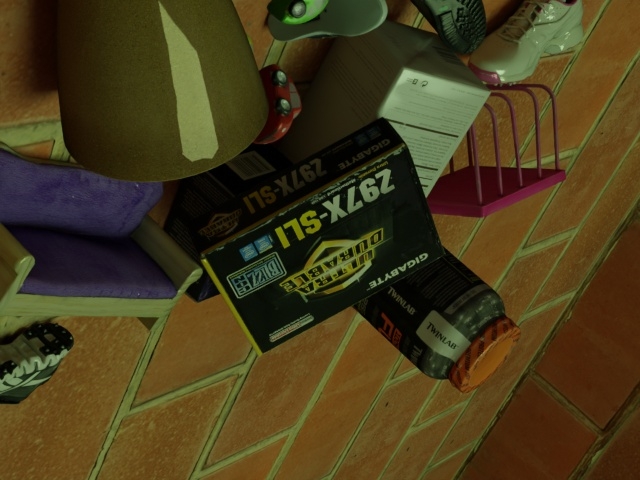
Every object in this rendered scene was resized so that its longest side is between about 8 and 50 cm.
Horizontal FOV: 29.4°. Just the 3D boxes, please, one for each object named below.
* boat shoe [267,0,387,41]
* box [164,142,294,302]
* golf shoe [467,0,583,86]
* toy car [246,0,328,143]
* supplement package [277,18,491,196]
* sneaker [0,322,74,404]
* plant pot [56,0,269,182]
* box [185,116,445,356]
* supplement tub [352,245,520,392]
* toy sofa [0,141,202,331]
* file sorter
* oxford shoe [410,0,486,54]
[{"bbox_3d":[0.024,-0.303,1.620,0.083,0.183,0.065,-24,109,-51],"label":"boat shoe"},{"bbox_3d":[-0.136,-0.031,1.812,0.153,0.108,0.207,-22,145,-45],"label":"box"},{"bbox_3d":[0.360,-0.375,2.140,0.306,0.115,0.140,-36,144,-39],"label":"golf shoe"},{"bbox_3d":[-0.048,-0.248,1.477,0.053,0.239,0.225,21,108,-41],"label":"toy car"},{"bbox_3d":[0.082,-0.164,1.832,0.175,0.177,0.293,9,123,-36],"label":"supplement package"},{"bbox_3d":[-0.443,0.189,1.669,0.234,0.078,0.106,-17,139,-52],"label":"sneaker"},{"bbox_3d":[-0.186,-0.233,1.316,0.237,0.237,0.254,-34,139,-28],"label":"plant pot"},{"bbox_3d":[0.000,0.000,1.746,0.322,0.079,0.257,-28,137,-3],"label":"box"},{"bbox_3d":[0.202,0.119,2.317,0.207,0.338,0.207,-37,153,-22],"label":"supplement tub"},{"bbox_3d":[-0.305,0.006,1.536,0.177,0.150,0.362,-53,155,15],"label":"toy sofa"},{"bbox_3d":[0.263,-0.165,2.113,0.291,0.202,0.182,-22,111,-48],"label":"file sorter"},{"bbox_3d":[0.171,-0.362,1.789,0.083,0.096,0.227,-43,132,1],"label":"oxford shoe"}]
